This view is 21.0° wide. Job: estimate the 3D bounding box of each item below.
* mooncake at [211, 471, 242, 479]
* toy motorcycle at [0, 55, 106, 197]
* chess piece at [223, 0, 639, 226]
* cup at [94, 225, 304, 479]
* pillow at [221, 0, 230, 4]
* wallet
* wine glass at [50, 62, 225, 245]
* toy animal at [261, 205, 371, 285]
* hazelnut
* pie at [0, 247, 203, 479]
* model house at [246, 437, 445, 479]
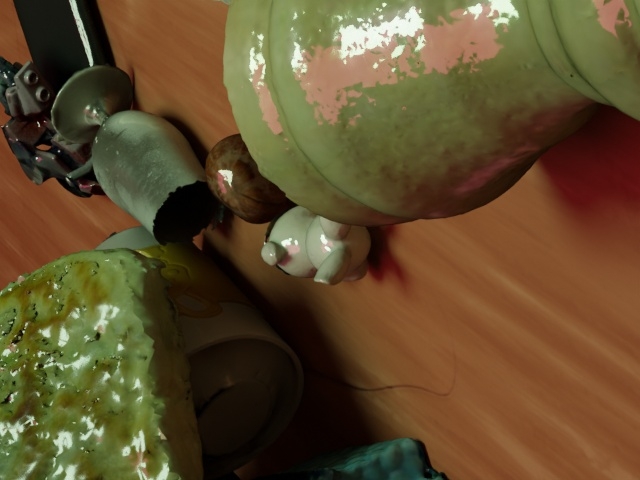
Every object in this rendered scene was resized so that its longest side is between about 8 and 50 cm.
[{"bbox_3d":[-0.171,0.387,1.742,0.356,0.356,0.194,59,145,22],"label":"mooncake"},{"bbox_3d":[-0.287,-0.116,1.871,0.122,0.082,0.213,12,147,39],"label":"toy motorcycle"},{"bbox_3d":[0.142,-0.135,1.019,0.442,0.234,0.234,-6,102,57],"label":"chess piece"},{"bbox_3d":[-0.166,0.116,1.697,0.226,0.241,0.185,53,162,43],"label":"cup"},{"bbox_3d":[-0.080,-0.312,1.467,0.128,0.051,0.229,14,117,55],"label":"pillow"},{"bbox_3d":[-0.292,-0.263,1.889,0.149,0.044,0.250,-16,92,58],"label":"wallet"},{"bbox_3d":[-0.186,-0.083,1.741,0.222,0.103,0.103,47,144,40],"label":"wine glass"},{"bbox_3d":[0.005,0.000,1.484,0.124,0.085,0.071,4,93,55],"label":"toy animal"},{"bbox_3d":[-0.064,-0.058,1.563,0.086,0.086,0.086,39,138,46],"label":"hazelnut"},{"bbox_3d":[-0.261,0.222,1.533,0.418,0.180,0.395,-36,61,20],"label":"pie"},{"bbox_3d":[-0.015,0.319,1.539,0.261,0.241,0.226,-26,81,62],"label":"model house"}]
